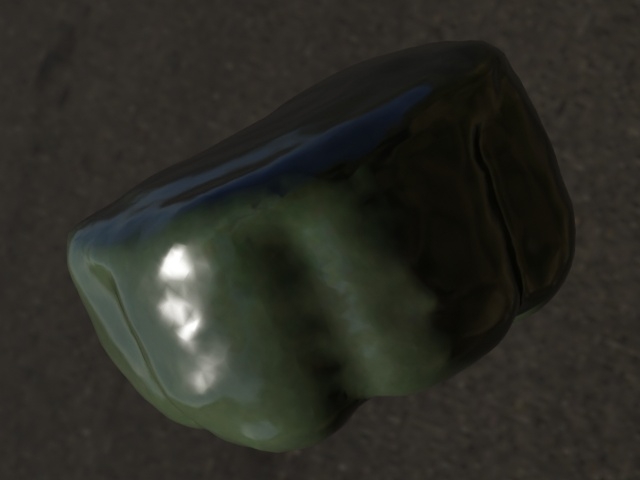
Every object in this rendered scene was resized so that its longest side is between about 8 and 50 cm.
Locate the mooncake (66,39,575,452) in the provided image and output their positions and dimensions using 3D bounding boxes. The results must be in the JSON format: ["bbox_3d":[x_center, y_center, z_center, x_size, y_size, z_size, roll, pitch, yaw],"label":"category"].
[{"bbox_3d":[0.000,0.000,0.691,0.175,0.104,0.168,-19,20,16],"label":"mooncake"}]
